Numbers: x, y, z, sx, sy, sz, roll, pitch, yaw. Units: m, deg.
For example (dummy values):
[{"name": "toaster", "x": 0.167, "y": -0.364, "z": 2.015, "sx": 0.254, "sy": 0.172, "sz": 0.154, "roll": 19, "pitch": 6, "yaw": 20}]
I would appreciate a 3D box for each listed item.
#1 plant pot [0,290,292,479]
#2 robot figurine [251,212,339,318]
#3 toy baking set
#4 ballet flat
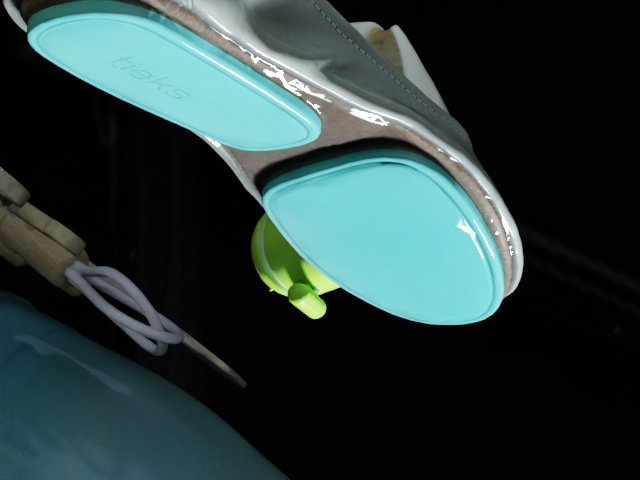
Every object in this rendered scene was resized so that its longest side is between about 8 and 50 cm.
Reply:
[{"name": "plant pot", "x": -0.126, "y": 0.199, "z": 1.050, "sx": 0.255, "sy": 0.271, "sz": 0.271, "roll": 20, "pitch": -127, "yaw": 15}, {"name": "robot figurine", "x": 0.000, "y": 0.000, "z": 1.191, "sx": 0.067, "sy": 0.115, "sz": 0.101, "roll": 14, "pitch": -112, "yaw": -36}, {"name": "toy baking set", "x": -0.158, "y": 0.001, "z": 0.984, "sx": 0.256, "sy": 0.197, "sz": 0.030, "roll": 43, "pitch": -99, "yaw": -24}, {"name": "ballet flat", "x": -0.002, "y": -0.044, "z": 0.497, "sx": 0.213, "sy": 0.072, "sz": 0.068, "roll": 36, "pitch": -127, "yaw": -47}]
